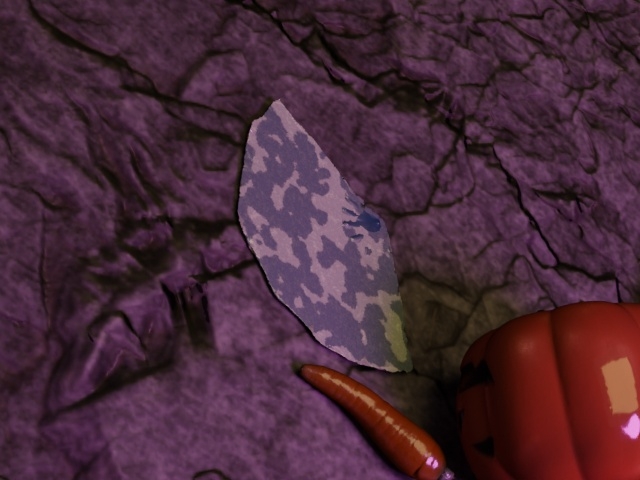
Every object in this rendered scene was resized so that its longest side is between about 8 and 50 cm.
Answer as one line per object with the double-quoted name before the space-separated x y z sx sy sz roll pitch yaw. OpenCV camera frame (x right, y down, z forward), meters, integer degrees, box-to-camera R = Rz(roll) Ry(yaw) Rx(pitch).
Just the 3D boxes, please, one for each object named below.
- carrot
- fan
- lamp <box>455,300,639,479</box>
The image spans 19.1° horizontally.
"carrot" 0.043 0.135 1.411 0.142 0.035 0.035 40 49 -2
"fan" 0.000 0.000 1.466 0.131 0.009 0.240 -17 77 -40
"lamp" 0.195 0.134 1.420 0.187 0.187 0.164 3 67 -35
